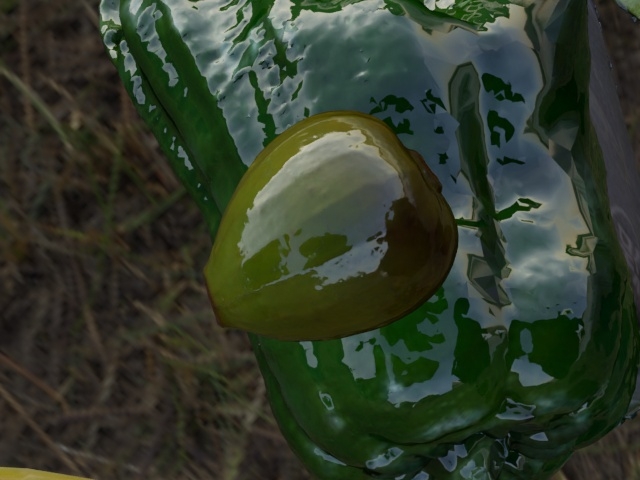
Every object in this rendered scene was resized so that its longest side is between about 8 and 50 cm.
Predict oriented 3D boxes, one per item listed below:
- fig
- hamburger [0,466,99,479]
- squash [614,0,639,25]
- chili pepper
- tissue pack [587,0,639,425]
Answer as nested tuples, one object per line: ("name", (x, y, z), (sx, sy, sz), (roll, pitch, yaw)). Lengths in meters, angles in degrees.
("fig", (0.000, 0.000, 0.633), (0.088, 0.074, 0.074), (-33, 64, 0))
("hamburger", (-0.076, 0.173, 0.330), (0.294, 0.179, 0.276), (-4, 37, -18))
("squash", (0.265, -0.205, 1.173), (0.187, 0.123, 0.123), (-33, 59, 37))
("chili pepper", (0.035, -0.070, 0.837), (0.167, 0.213, 0.384), (-41, 52, 42))
("tissue pack", (0.126, -0.098, 1.347), (0.124, 0.288, 0.394), (-23, 49, 20))
